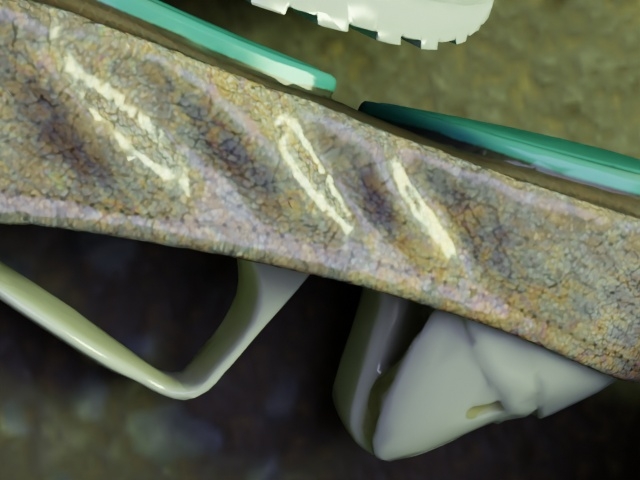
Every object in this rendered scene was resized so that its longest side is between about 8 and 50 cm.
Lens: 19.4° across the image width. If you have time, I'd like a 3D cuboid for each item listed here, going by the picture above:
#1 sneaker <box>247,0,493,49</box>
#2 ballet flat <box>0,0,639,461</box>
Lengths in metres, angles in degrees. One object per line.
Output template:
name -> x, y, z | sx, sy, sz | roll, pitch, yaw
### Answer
sneaker -> -0.034, -0.118, 0.494 | 0.235, 0.090, 0.095 | 14, 99, -38
ballet flat -> 0.000, 0.000, 0.527 | 0.316, 0.107, 0.106 | 18, 95, -16
